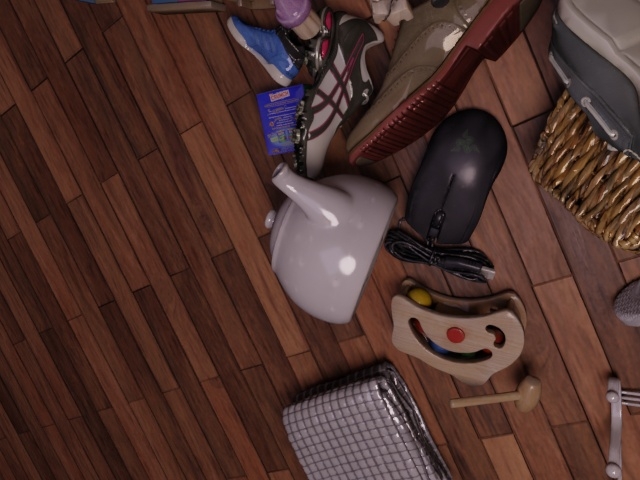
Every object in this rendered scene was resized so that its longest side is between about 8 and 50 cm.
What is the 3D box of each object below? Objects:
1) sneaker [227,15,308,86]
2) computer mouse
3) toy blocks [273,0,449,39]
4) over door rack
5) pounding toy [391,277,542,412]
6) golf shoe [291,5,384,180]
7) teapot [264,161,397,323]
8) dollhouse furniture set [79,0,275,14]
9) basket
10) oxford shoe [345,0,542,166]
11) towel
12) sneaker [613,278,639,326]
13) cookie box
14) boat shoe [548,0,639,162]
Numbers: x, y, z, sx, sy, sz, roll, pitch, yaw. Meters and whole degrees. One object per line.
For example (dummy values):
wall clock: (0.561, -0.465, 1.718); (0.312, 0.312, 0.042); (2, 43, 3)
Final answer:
sneaker: (-0.083, -0.341, 0.840); (0.152, 0.058, 0.084); (49, 115, 7)
computer mouse: (0.208, -0.067, 0.787); (0.189, 0.072, 0.272); (18, 112, 18)
toy blocks: (0.002, -0.446, 0.604); (0.289, 0.260, 0.308); (-14, 73, 25)
over door rack: (0.555, 0.371, 0.727); (0.240, 0.108, 0.323); (-1, 105, 35)
pounding toy: (0.233, 0.158, 0.795); (0.270, 0.155, 0.154); (24, 118, 15)
golf shoe: (0.021, -0.216, 0.789); (0.120, 0.105, 0.272); (9, 102, -10)
teapot: (0.000, 0.000, 0.801); (0.187, 0.252, 0.255); (20, 111, 9)
dollhouse furniture set: (-0.241, -0.460, 0.735); (0.287, 0.303, 0.197); (7, 109, 21)
basket: (0.451, -0.141, 0.650); (0.299, 0.223, 0.213); (-57, 47, 26)
oxford shoe: (0.150, -0.257, 0.745); (0.348, 0.123, 0.130); (-44, 71, 21)
towel: (0.091, 0.392, 0.950); (0.235, 0.121, 0.283); (-27, 92, 26)
sneaker: (0.557, 0.104, 0.670); (0.269, 0.101, 0.153); (-23, 114, 44)
cookie box: (-0.053, -0.209, 0.875); (0.092, 0.040, 0.107); (-5, 104, 23)
boat shoe: (0.354, -0.147, 0.546); (0.116, 0.099, 0.319); (-20, 67, -7)
